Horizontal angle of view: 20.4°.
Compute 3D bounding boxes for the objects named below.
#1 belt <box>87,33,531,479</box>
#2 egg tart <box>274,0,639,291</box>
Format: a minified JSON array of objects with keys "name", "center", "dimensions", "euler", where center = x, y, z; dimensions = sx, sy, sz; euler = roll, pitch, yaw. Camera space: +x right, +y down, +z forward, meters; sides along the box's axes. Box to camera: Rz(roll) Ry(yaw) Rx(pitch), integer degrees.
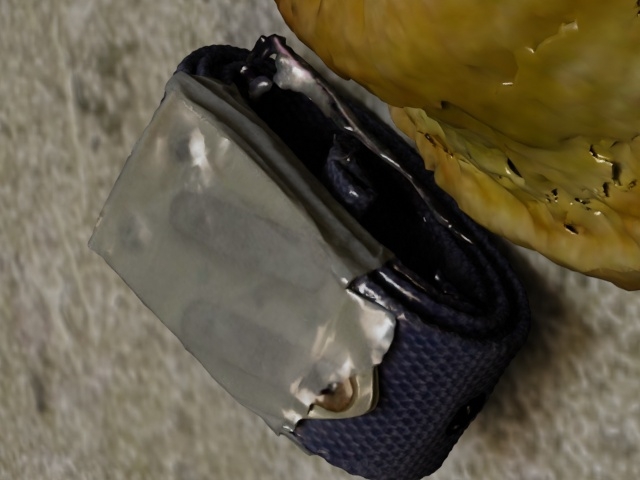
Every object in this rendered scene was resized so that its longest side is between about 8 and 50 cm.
[{"name":"belt","center":[0.000,0.000,0.861],"dimensions":[0.230,0.139,0.126],"euler":[47,124,28]},{"name":"egg tart","center":[0.084,-0.190,0.686],"dimensions":[0.443,0.178,0.443],"euler":[23,117,56]}]
